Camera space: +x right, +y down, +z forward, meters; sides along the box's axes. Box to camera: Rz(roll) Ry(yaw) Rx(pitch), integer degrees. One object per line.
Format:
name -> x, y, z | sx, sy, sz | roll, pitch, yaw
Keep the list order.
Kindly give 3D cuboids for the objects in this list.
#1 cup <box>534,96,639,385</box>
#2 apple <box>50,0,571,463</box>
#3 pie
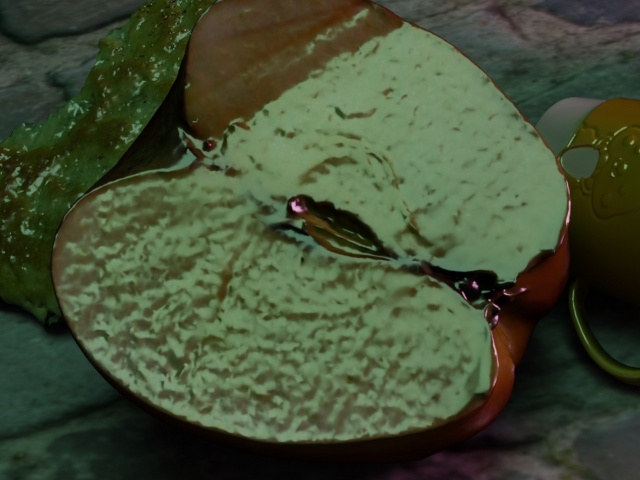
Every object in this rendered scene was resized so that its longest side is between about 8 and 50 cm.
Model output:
cup -> 0.270, 0.000, 1.433 | 0.226, 0.185, 0.241 | 18, 79, 37
apple -> 0.000, 0.000, 1.376 | 0.365, 0.328, 0.295 | 24, 28, 9
pie -> -0.169, -0.074, 1.618 | 0.371, 0.078, 0.296 | -40, 46, -4
